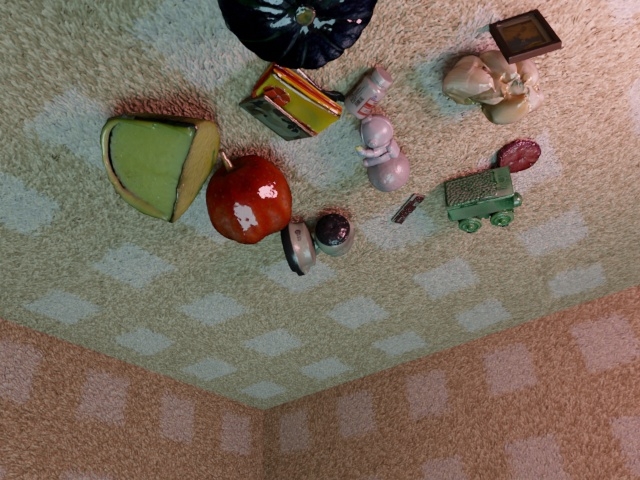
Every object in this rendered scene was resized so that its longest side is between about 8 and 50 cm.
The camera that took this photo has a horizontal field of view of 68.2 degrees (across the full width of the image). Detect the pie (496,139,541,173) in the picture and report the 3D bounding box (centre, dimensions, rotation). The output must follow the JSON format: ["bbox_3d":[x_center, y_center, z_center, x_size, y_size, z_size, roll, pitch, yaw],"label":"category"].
[{"bbox_3d":[0.684,-0.289,1.635,0.154,0.036,0.154,-3,142,-3],"label":"pie"}]

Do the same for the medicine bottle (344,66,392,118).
[{"bbox_3d":[0.139,-0.425,1.362,0.079,0.079,0.140,22,134,-30],"label":"medicine bottle"}]

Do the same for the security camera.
[{"bbox_3d":[0.000,0.000,1.809,0.277,0.197,0.191,-15,151,2],"label":"security camera"}]

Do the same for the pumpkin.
[{"bbox_3d":[-0.048,-0.559,1.017,0.363,0.266,0.363,-5,143,-3],"label":"pumpkin"}]

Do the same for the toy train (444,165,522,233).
[{"bbox_3d":[0.583,-0.137,1.711,0.265,0.145,0.202,-13,143,25],"label":"toy train"}]

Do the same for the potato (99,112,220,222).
[{"bbox_3d":[-0.484,-0.263,1.426,0.280,0.213,0.330,24,116,3],"label":"potato"}]

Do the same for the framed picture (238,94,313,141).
[{"bbox_3d":[-0.131,-0.359,1.412,0.200,0.010,0.135,32,162,-38],"label":"framed picture"}]

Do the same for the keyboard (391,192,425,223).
[{"bbox_3d":[0.335,-0.120,1.825,0.055,0.017,0.166,13,138,-22],"label":"keyboard"}]

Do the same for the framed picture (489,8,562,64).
[{"bbox_3d":[0.519,-0.523,1.210,0.127,0.169,0.023,-14,140,12],"label":"framed picture"}]

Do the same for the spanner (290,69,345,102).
[{"bbox_3d":[-0.045,-0.459,1.346,0.087,0.024,0.315,-33,133,29],"label":"spanner"}]

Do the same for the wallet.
[{"bbox_3d":[-0.071,-0.393,1.360,0.241,0.067,0.141,27,148,-27],"label":"wallet"}]

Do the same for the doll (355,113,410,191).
[{"bbox_3d":[0.198,-0.282,1.506,0.150,0.151,0.287,-15,138,13],"label":"doll"}]

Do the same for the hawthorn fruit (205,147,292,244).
[{"bbox_3d":[-0.248,-0.155,1.535,0.287,0.287,0.330,-15,127,12],"label":"hawthorn fruit"}]

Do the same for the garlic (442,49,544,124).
[{"bbox_3d":[0.496,-0.436,1.307,0.281,0.203,0.185,27,93,-15],"label":"garlic"}]
